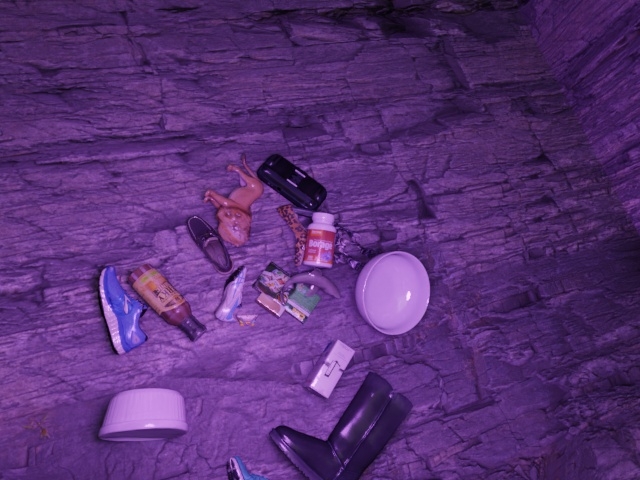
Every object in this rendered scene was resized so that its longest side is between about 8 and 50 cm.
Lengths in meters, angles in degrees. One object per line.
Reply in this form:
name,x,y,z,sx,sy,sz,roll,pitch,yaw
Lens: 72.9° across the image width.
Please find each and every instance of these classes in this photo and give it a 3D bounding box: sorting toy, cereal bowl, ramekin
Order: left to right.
ramekin,-0.575,0.576,1.428,0.273,0.272,0.127,1,58,-13
sorting toy,-0.285,0.306,1.687,0.084,0.075,0.044,-1,70,-13
cereal bowl,0.281,0.209,1.792,0.340,0.141,0.338,-1,93,-26

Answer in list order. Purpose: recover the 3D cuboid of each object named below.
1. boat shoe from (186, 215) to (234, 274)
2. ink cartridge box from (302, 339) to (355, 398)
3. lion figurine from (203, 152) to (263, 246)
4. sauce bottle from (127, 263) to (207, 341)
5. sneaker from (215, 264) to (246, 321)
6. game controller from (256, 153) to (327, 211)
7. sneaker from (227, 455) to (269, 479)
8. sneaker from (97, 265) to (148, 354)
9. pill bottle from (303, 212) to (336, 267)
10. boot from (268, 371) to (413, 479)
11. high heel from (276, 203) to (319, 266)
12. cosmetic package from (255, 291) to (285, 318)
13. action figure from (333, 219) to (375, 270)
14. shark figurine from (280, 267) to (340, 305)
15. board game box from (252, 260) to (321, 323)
boat shoe,-0.444,0.009,1.749,0.103,0.092,0.285,-31,80,-21
ink cartridge box,0.030,0.492,1.654,0.086,0.148,0.203,35,67,-1
lion figurine,-0.332,-0.177,1.822,0.240,0.142,0.392,34,62,-7
sauce bottle,-0.569,0.236,1.629,0.344,0.111,0.111,43,67,3
sneaker,-0.340,0.211,1.715,0.086,0.085,0.237,33,60,-28
game controller,-0.124,-0.259,1.947,0.319,0.067,0.166,37,51,0
sneaker,-0.227,0.861,1.502,0.110,0.107,0.275,-33,85,-41
sneaker,-0.726,0.245,1.597,0.147,0.130,0.329,-15,77,-33
pill bottle,0.000,0.000,1.765,0.121,0.121,0.215,8,83,-10
boot,0.083,0.667,1.601,0.367,0.146,0.445,46,70,-3
high heel,-0.126,-0.024,1.858,0.187,0.093,0.260,13,77,12
cosmetic package,-0.201,0.261,1.732,0.115,0.060,0.041,35,67,3
action figure,0.100,0.024,1.848,0.164,0.141,0.276,-53,47,2
shark figurine,-0.052,0.157,1.751,0.279,0.116,0.166,-1,58,-27
board game box,-0.138,0.214,1.782,0.260,0.030,0.136,36,64,2
